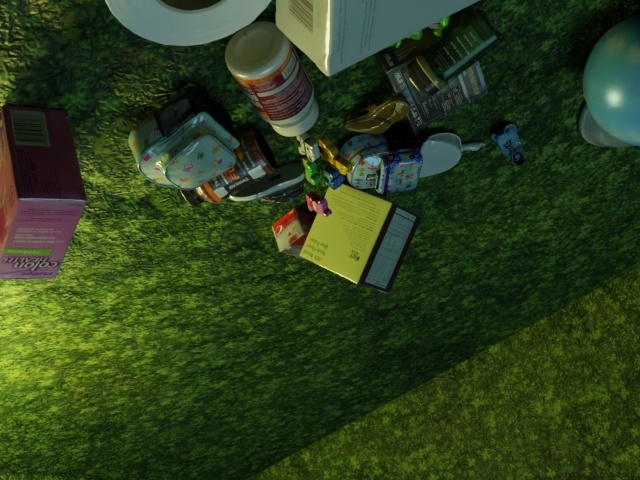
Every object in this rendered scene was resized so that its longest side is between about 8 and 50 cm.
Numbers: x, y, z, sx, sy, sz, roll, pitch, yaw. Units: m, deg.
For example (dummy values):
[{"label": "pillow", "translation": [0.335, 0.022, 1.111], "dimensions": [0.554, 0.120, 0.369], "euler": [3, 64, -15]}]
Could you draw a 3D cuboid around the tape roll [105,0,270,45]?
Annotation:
[{"label": "tape roll", "translation": [-0.199, -0.433, 1.199], "dimensions": [0.286, 0.100, 0.286], "euler": [-15, 150, -9]}]

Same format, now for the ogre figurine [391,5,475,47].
[{"label": "ogre figurine", "translation": [0.209, -0.427, 1.474], "dimensions": [0.197, 0.097, 0.118], "euler": [-3, 159, -9]}]

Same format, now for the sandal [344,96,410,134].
[{"label": "sandal", "translation": [0.124, -0.271, 1.694], "dimensions": [0.072, 0.049, 0.180], "euler": [20, 154, -30]}]

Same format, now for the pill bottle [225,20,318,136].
[{"label": "pill bottle", "translation": [-0.083, -0.293, 1.479], "dimensions": [0.121, 0.121, 0.221], "euler": [-25, 150, 6]}]

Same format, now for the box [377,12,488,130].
[{"label": "box", "translation": [0.239, -0.347, 1.660], "dimensions": [0.183, 0.056, 0.231], "euler": [-28, 149, 9]}]

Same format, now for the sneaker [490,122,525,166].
[{"label": "sneaker", "translation": [0.479, -0.234, 1.978], "dimensions": [0.063, 0.073, 0.162], "euler": [-32, 149, 19]}]

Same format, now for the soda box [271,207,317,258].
[{"label": "soda box", "translation": [0.000, 0.000, 2.048], "dimensions": [0.092, 0.083, 0.263], "euler": [-36, 148, 26]}]

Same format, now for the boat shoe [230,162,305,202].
[{"label": "boat shoe", "translation": [-0.119, -0.111, 1.806], "dimensions": [0.183, 0.065, 0.083], "euler": [-17, 146, -11]}]

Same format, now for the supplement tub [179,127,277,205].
[{"label": "supplement tub", "translation": [-0.198, -0.145, 1.663], "dimensions": [0.198, 0.106, 0.106], "euler": [-28, 150, 11]}]

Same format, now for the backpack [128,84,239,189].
[{"label": "backpack", "translation": [-0.266, -0.181, 1.528], "dimensions": [0.188, 0.144, 0.166], "euler": [-26, 156, 14]}]

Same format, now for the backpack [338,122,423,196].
[{"label": "backpack", "translation": [0.131, -0.176, 1.813], "dimensions": [0.173, 0.117, 0.158], "euler": [-9, 147, -15]}]

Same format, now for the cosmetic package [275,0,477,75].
[{"label": "cosmetic package", "translation": [0.127, -0.446, 1.236], "dimensions": [0.385, 0.156, 0.217], "euler": [-31, 153, -20]}]

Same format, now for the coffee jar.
[{"label": "coffee jar", "translation": [0.251, -0.353, 1.509], "dimensions": [0.184, 0.079, 0.096], "euler": [-37, -175, 18]}]

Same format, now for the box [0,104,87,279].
[{"label": "box", "translation": [-0.528, -0.083, 1.447], "dimensions": [0.117, 0.213, 0.243], "euler": [0, 145, -33]}]

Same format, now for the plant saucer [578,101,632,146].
[{"label": "plant saucer", "translation": [0.857, -0.347, 2.009], "dimensions": [0.400, 0.100, 0.400], "euler": [-16, 151, -9]}]

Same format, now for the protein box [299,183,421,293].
[{"label": "protein box", "translation": [0.095, -0.008, 1.901], "dimensions": [0.136, 0.200, 0.201], "euler": [22, 92, -49]}]

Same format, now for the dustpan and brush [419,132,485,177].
[{"label": "dustpan and brush", "translation": [0.315, -0.216, 1.936], "dimensions": [0.211, 0.060, 0.147], "euler": [-1, 147, -19]}]

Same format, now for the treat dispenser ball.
[{"label": "treat dispenser ball", "translation": [0.720, -0.349, 1.728], "dimensions": [0.288, 0.288, 0.288], "euler": [-16, 150, -9]}]

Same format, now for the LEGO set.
[{"label": "LEGO set", "translation": [0.020, -0.150, 1.762], "dimensions": [0.087, 0.093, 0.227], "euler": [-35, 141, -22]}]
